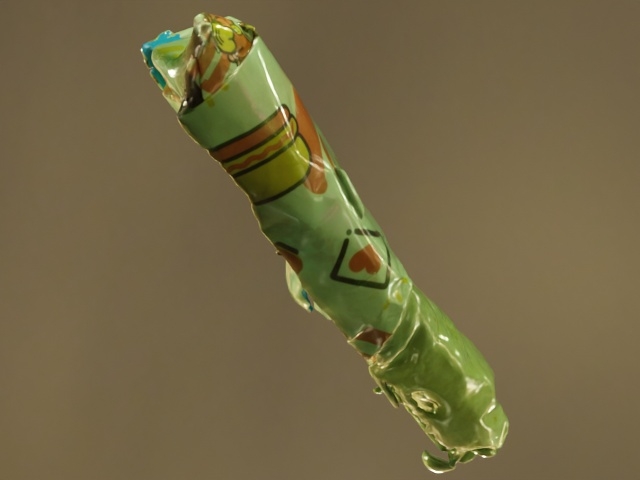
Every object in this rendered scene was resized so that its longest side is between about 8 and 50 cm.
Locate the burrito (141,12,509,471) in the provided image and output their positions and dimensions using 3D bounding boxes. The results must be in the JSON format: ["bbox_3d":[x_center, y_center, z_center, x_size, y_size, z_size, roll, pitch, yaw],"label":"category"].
[{"bbox_3d":[0.000,0.000,0.870,0.054,0.104,0.288,-41,-56,-6],"label":"burrito"}]
